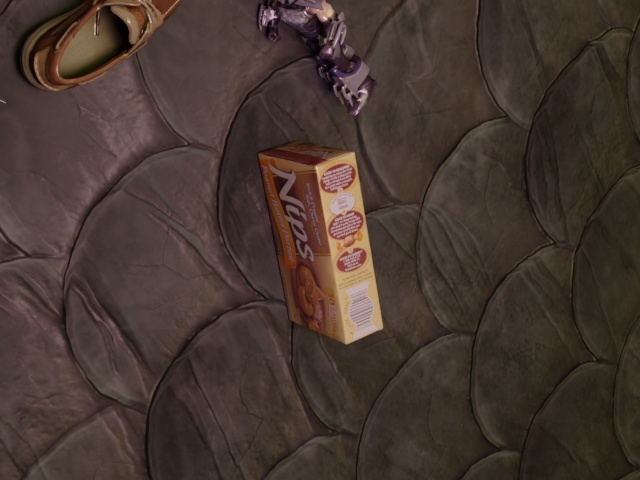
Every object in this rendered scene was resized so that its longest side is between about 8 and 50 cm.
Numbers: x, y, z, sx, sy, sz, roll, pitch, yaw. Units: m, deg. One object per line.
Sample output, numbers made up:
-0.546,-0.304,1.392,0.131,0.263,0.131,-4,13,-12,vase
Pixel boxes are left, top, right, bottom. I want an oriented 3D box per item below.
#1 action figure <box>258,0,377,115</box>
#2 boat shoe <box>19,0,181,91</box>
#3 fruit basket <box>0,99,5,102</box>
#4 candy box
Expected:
-0.007,-0.334,1.985,0.099,0.185,0.285,-49,136,-5,action figure
-0.297,-0.329,1.817,0.324,0.120,0.122,-45,125,-17,boat shoe
-0.577,-0.277,1.499,0.327,0.353,0.165,25,87,-34,fruit basket
0.000,0.000,2.052,0.087,0.183,0.316,-20,111,-30,candy box
